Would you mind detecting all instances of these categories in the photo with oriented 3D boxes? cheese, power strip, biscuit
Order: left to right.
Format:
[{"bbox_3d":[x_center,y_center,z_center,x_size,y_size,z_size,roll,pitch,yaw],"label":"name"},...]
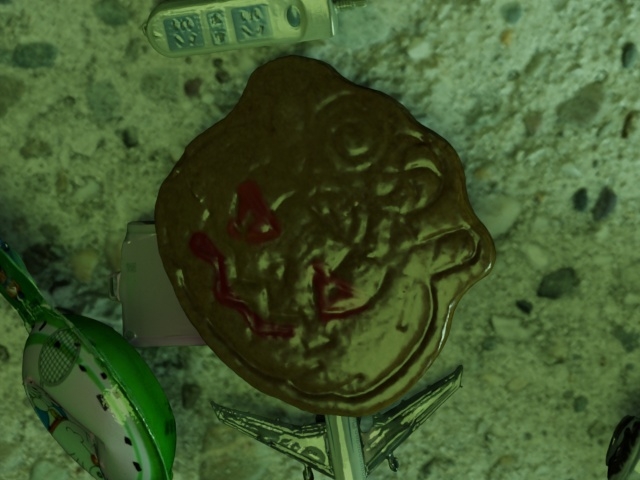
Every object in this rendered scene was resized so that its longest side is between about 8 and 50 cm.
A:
[{"bbox_3d":[-0.219,0.100,1.601,0.083,0.204,0.320,-37,90,-22],"label":"cheese"},{"bbox_3d":[-0.056,-0.181,1.521,0.191,0.030,0.047,-7,112,12],"label":"power strip"},{"bbox_3d":[-0.043,0.033,1.573,0.279,0.037,0.109,-2,89,16],"label":"power strip"},{"bbox_3d":[0.000,0.000,1.518,0.273,0.049,0.257,42,100,10],"label":"biscuit"}]

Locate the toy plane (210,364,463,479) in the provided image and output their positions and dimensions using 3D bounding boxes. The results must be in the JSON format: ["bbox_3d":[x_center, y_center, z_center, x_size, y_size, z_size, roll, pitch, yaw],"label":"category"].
[{"bbox_3d":[0.020,0.166,1.635,0.226,0.058,0.226,-9,104,9],"label":"toy plane"}]

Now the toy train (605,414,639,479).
[{"bbox_3d":[0.404,0.188,1.533,0.307,0.173,0.248,23,107,-1],"label":"toy train"}]
